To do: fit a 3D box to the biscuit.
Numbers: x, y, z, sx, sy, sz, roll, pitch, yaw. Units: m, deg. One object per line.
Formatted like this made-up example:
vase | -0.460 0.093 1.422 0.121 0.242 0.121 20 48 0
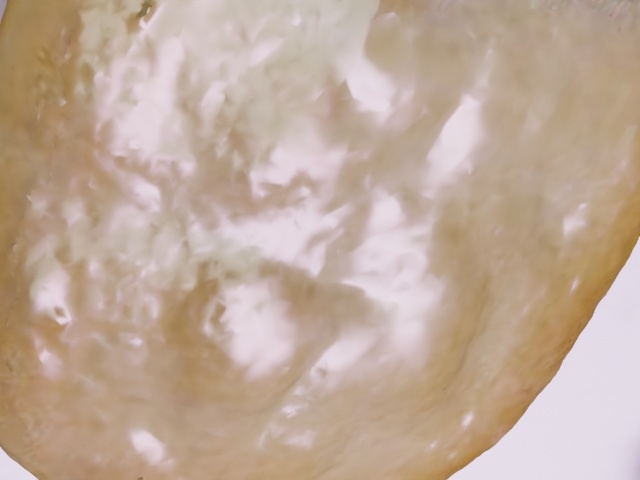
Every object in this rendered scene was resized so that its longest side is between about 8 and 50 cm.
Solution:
biscuit | 0.001 0.001 0.725 0.429 0.104 0.446 12 113 -34
